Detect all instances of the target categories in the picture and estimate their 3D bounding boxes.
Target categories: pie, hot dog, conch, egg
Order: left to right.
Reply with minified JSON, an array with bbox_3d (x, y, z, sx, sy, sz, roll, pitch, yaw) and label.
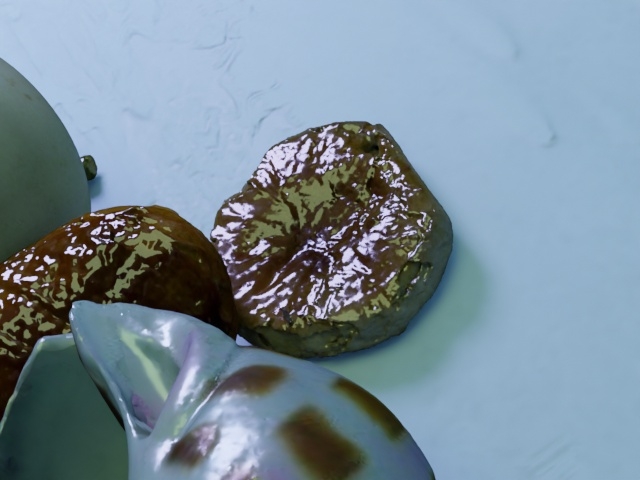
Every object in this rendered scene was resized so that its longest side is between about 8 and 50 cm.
[{"bbox_3d":[-0.285,-0.050,0.818,0.188,0.188,0.254,-31,96,4],"label":"egg"},{"bbox_3d":[-0.166,0.073,0.725,0.227,0.160,0.099,-27,6,-11],"label":"hot dog"},{"bbox_3d":[-0.045,0.190,0.571,0.249,0.197,0.368,-32,42,12],"label":"conch"},{"bbox_3d":[0.000,0.000,0.777,0.195,0.046,0.195,-12,55,17],"label":"pie"}]

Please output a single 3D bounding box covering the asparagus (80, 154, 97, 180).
[{"bbox_3d":[-0.306,-0.011,0.931,0.248,0.025,0.024,-27,81,5],"label":"asparagus"}]
